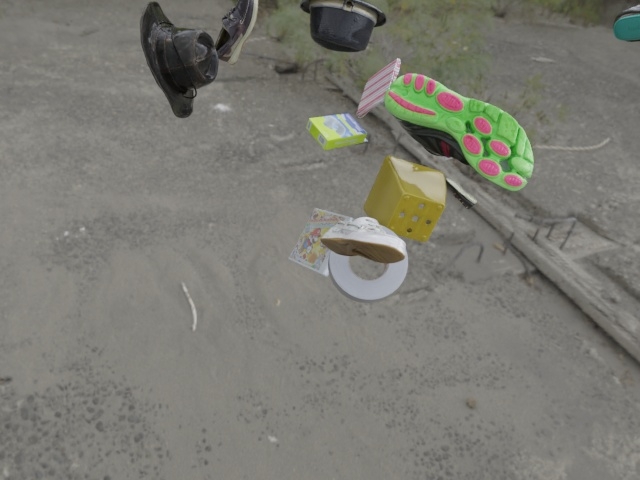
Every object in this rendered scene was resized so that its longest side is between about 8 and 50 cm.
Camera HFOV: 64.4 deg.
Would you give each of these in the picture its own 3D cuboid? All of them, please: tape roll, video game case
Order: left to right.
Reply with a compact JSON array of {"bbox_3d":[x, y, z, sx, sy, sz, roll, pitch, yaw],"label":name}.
[{"bbox_3d":[0.000,0.000,1.700,0.026,0.206,0.227,31,-6,-34],"label":"video game case"},{"bbox_3d":[0.131,0.064,1.431,0.219,0.072,0.219,1,76,-3],"label":"tape roll"}]

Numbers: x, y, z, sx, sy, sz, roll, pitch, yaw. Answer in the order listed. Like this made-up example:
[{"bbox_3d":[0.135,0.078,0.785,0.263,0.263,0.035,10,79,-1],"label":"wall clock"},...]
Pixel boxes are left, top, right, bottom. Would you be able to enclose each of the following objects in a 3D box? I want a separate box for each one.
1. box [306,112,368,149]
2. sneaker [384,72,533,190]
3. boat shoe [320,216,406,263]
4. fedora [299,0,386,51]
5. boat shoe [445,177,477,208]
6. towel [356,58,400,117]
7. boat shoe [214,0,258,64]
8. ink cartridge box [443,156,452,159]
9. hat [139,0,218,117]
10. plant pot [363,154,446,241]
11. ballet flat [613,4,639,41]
[{"bbox_3d":[0.058,-0.339,1.566,0.178,0.042,0.109,-18,59,-34],"label":"box"},{"bbox_3d":[0.409,-0.318,1.488,0.483,0.185,0.202,40,4,15],"label":"sneaker"},{"bbox_3d":[0.106,-0.014,1.210,0.277,0.098,0.096,10,63,54],"label":"boat shoe"},{"bbox_3d":[0.078,-0.808,1.931,0.334,0.152,0.334,10,8,-1],"label":"fedora"},{"bbox_3d":[0.474,-0.162,1.744,0.133,0.042,0.049,45,37,12],"label":"boat shoe"},{"bbox_3d":[0.193,-0.499,1.668,0.029,0.144,0.197,37,52,-27],"label":"towel"},{"bbox_3d":[-0.300,-0.743,1.765,0.092,0.285,0.102,-2,56,-35],"label":"boat shoe"},{"bbox_3d":[0.446,-0.391,1.802,0.060,0.180,0.104,-13,31,18],"label":"ink cartridge box"},{"bbox_3d":[-0.352,-0.496,1.365,0.134,0.331,0.331,-13,33,8],"label":"hat"},{"bbox_3d":[0.282,-0.114,1.615,0.212,0.212,0.187,14,30,-14],"label":"plant pot"},{"bbox_3d":[0.782,-0.475,1.080,0.096,0.095,0.280,-41,44,-25],"label":"ballet flat"}]
